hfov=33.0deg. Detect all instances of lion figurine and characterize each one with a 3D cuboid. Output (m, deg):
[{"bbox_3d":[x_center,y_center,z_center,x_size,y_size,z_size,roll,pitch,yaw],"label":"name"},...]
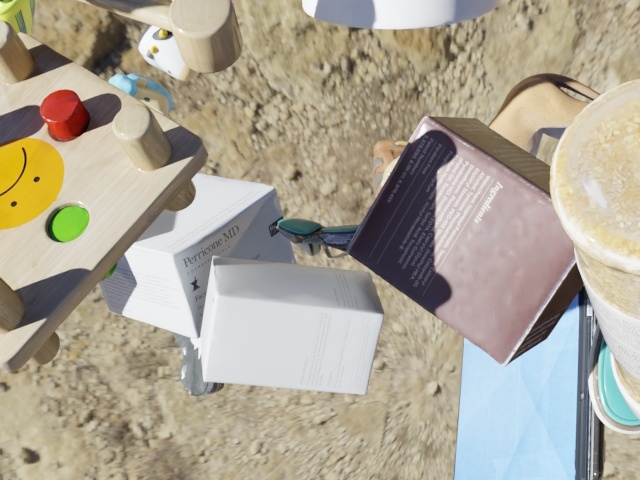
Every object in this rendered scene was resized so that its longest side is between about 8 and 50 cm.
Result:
[{"bbox_3d":[0.292,-0.141,1.679,0.240,0.142,0.392,43,84,-1],"label":"lion figurine"}]

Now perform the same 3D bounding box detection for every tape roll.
[{"bbox_3d":[0.112,-0.385,1.526,0.286,0.286,0.100,-1,117,6],"label":"tape roll"}]

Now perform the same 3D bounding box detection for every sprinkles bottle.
[{"bbox_3d":[0.237,0.033,0.710,0.121,0.355,0.121,-9,63,18],"label":"sprinkles bottle"}]

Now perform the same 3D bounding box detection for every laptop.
[{"bbox_3d":[0.312,0.216,1.655,0.236,0.408,0.381,1,65,13],"label":"laptop"}]

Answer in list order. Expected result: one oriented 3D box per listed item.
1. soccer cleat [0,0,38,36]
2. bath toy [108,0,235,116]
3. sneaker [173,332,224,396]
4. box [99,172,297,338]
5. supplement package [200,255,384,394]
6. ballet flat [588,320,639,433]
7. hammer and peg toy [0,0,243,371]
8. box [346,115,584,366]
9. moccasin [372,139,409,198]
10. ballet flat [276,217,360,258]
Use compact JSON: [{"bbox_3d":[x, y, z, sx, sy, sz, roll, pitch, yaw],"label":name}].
[{"bbox_3d":[-0.381,-0.256,1.285,0.289,0.121,0.093,-50,65,27],"label":"soccer cleat"},{"bbox_3d":[-0.198,-0.362,1.643,0.151,0.129,0.348,30,92,43],"label":"bath toy"},{"bbox_3d":[-0.190,0.166,1.743,0.072,0.077,0.178,-9,74,26],"label":"sneaker"},{"bbox_3d":[-0.161,0.012,1.338,0.182,0.181,0.119,12,127,42],"label":"box"},{"bbox_3d":[-0.034,0.091,1.167,0.179,0.105,0.105,7,114,-11],"label":"supplement package"},{"bbox_3d":[0.431,0.052,1.375,0.139,0.139,0.400,13,81,8],"label":"ballet flat"},{"bbox_3d":[-0.237,-0.087,0.962,0.266,0.127,0.361,31,72,26],"label":"hammer and peg toy"},{"bbox_3d":[0.172,-0.007,1.107,0.203,0.168,0.167,36,109,19],"label":"box"},{"bbox_3d":[0.268,-0.104,1.861,0.380,0.139,0.147,4,59,-13],"label":"moccasin"},{"bbox_3d":[0.000,0.000,1.179,0.114,0.041,0.041,6,82,35],"label":"ballet flat"}]
